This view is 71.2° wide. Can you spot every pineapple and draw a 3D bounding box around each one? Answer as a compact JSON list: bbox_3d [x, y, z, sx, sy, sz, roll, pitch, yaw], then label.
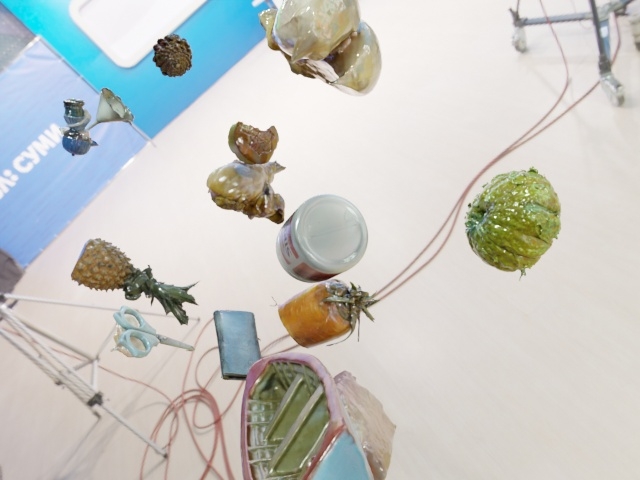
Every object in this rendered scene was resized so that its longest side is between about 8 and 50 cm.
[{"bbox_3d":[-0.409,0.095,1.018,0.130,0.277,0.119,-11,56,55],"label":"pineapple"}]

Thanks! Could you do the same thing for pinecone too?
[{"bbox_3d":[-0.363,-0.463,1.117,0.102,0.102,0.109,-21,34,26],"label":"pinecone"}]

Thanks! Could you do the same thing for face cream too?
[{"bbox_3d":[0.000,0.000,1.155,0.201,0.201,0.187,-59,9,-23],"label":"face cream"}]

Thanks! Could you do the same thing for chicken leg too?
[{"bbox_3d":[-0.220,-0.186,1.650,0.182,0.295,0.409,-49,-2,32],"label":"chicken leg"}]

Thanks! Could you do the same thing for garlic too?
[{"bbox_3d":[-0.745,0.370,1.726,0.124,0.174,0.099,-23,-5,-9],"label":"garlic"},{"bbox_3d":[0.005,-0.424,0.938,0.249,0.286,0.313,-25,27,-13],"label":"garlic"}]

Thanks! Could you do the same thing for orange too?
[{"bbox_3d":[0.544,-0.059,1.285,0.301,0.223,0.300,117,160,-57],"label":"orange"}]

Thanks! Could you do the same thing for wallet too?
[{"bbox_3d":[-0.345,0.431,1.883,0.046,0.191,0.379,-65,29,26],"label":"wallet"}]

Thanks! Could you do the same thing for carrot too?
[{"bbox_3d":[0.015,0.229,1.428,0.331,0.193,0.214,-32,31,28],"label":"carrot"}]

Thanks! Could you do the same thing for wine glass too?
[{"bbox_3d":[-0.648,-0.340,1.285,0.183,0.122,0.122,-34,36,7],"label":"wine glass"}]

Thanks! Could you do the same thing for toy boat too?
[{"bbox_3d":[-0.033,0.195,0.498,0.136,0.079,0.392,-55,7,-12],"label":"toy boat"}]

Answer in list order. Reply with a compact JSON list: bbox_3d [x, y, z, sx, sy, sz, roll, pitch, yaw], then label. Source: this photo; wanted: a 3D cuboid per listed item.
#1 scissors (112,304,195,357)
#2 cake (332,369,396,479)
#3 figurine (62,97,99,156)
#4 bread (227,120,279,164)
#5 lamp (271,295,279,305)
[{"bbox_3d":[-0.531,0.327,1.472,0.029,0.360,0.191,-37,56,4],"label":"scissors"},{"bbox_3d":[0.020,0.516,1.111,0.309,0.237,0.230,-50,-6,19],"label":"cake"},{"bbox_3d":[-0.611,-0.278,1.118,0.077,0.136,0.079,12,40,8],"label":"figurine"},{"bbox_3d":[-0.201,-0.289,1.353,0.086,0.156,0.125,-3,90,50],"label":"bread"},{"bbox_3d":[-0.170,0.287,1.971,0.054,0.121,0.041,25,88,45],"label":"lamp"}]
